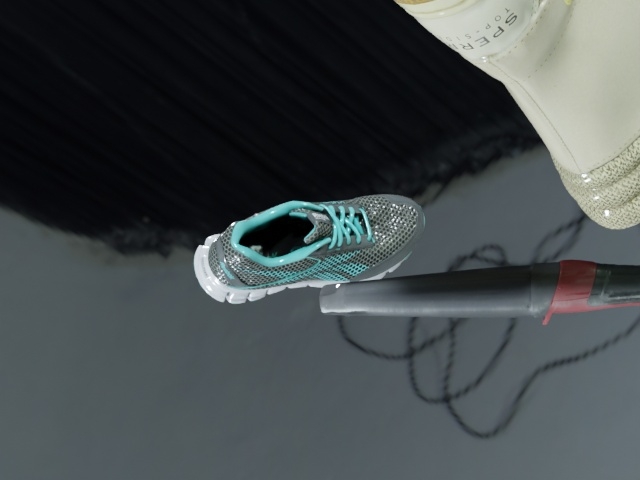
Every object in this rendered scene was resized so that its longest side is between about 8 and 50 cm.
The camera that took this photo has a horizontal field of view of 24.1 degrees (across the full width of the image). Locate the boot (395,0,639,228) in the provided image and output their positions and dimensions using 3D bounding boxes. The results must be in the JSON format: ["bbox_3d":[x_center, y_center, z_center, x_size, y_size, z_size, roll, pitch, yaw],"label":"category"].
[{"bbox_3d":[0.135,-0.159,0.732,0.095,0.203,0.262,-9,49,40],"label":"boot"}]

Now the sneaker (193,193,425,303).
[{"bbox_3d":[0.000,0.000,1.019,0.076,0.166,0.065,126,126,-66],"label":"sneaker"}]

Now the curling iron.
[{"bbox_3d":[0.136,0.027,0.838,0.274,0.068,0.035,-7,93,7],"label":"curling iron"}]
